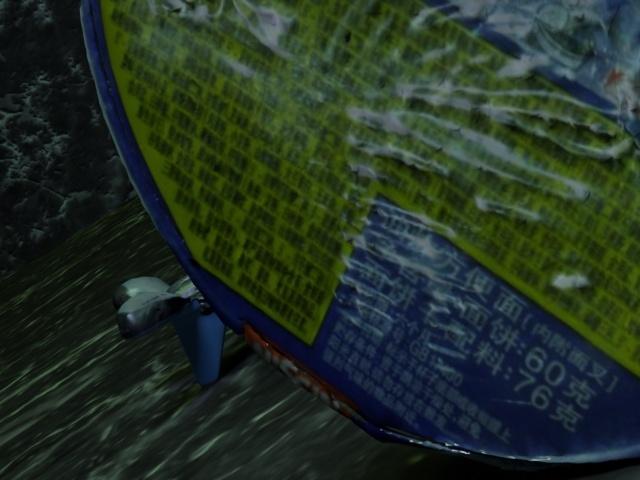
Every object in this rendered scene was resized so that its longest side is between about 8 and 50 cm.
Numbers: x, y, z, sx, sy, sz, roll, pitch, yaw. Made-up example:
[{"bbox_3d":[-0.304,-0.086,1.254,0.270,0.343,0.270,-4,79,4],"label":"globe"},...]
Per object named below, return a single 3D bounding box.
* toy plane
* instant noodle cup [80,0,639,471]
[{"bbox_3d":[-0.003,-0.007,0.896,0.246,0.078,0.169,-33,8,-3],"label":"toy plane"},{"bbox_3d":[0.121,-0.111,0.546,0.284,0.284,0.312,-24,5,43],"label":"instant noodle cup"}]
